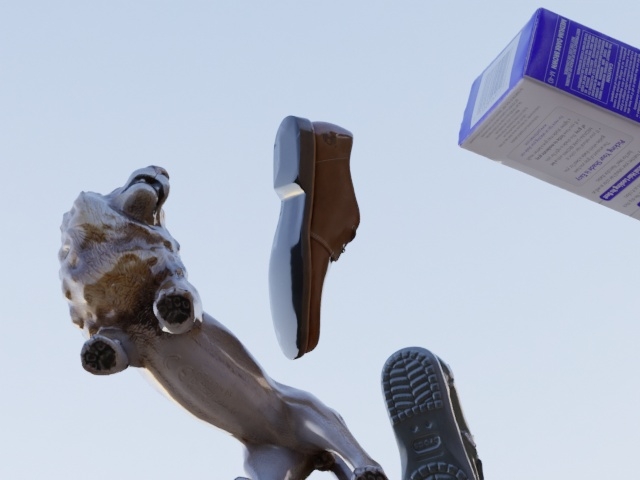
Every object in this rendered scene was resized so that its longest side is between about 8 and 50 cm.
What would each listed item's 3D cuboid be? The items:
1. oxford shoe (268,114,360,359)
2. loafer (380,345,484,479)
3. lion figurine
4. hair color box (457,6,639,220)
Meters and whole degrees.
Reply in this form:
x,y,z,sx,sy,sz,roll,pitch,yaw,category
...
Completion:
x,y,z,sx,sy,sz,roll,pitch,yaw,category
0.000,0.000,1.722,0.076,0.212,0.076,5,0,-27,oxford shoe
0.130,0.229,2.006,0.094,0.251,0.087,-12,-6,29,loafer
-0.086,0.116,1.686,0.142,0.392,0.240,-38,7,2,lion figurine
0.352,-0.125,2.266,0.339,0.110,0.185,23,-29,-11,hair color box
